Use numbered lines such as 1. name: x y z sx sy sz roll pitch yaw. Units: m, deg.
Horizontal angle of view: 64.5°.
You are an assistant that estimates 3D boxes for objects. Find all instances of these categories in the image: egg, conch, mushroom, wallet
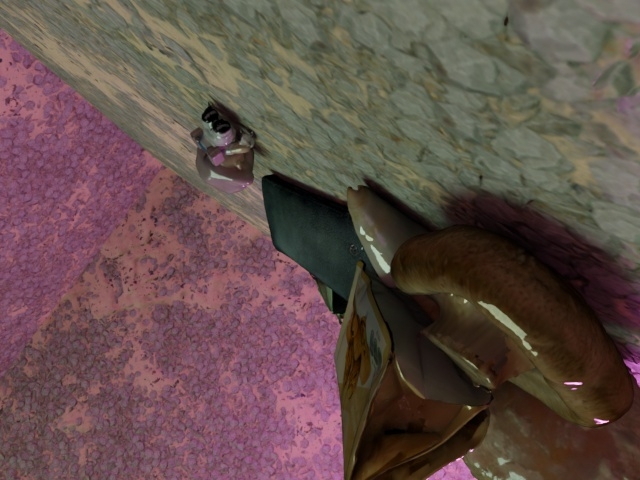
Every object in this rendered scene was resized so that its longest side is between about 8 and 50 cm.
1. egg: 0.309 0.251 0.714 0.279 0.279 0.310 37 -179 -18
2. conch: 0.091 -0.003 0.711 0.176 0.104 0.094 40 145 -5
3. mushroom: 0.196 0.085 0.539 0.278 0.146 0.278 41 171 8
4. wallet: 0.000 0.000 0.977 0.379 0.046 0.190 30 132 49

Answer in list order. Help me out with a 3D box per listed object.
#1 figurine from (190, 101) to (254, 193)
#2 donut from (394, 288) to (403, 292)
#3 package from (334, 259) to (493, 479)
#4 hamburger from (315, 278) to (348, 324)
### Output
1. figurine: -0.174 -0.156 0.917 0.137 0.112 0.229 39 165 9
2. donut: 0.105 0.043 1.004 0.141 0.085 0.217 37 175 -16
3. package: 0.119 0.184 0.702 0.165 0.221 0.311 12 -166 -4
4. hamburger: 0.050 0.092 1.231 0.214 0.125 0.235 -161 54 -78
